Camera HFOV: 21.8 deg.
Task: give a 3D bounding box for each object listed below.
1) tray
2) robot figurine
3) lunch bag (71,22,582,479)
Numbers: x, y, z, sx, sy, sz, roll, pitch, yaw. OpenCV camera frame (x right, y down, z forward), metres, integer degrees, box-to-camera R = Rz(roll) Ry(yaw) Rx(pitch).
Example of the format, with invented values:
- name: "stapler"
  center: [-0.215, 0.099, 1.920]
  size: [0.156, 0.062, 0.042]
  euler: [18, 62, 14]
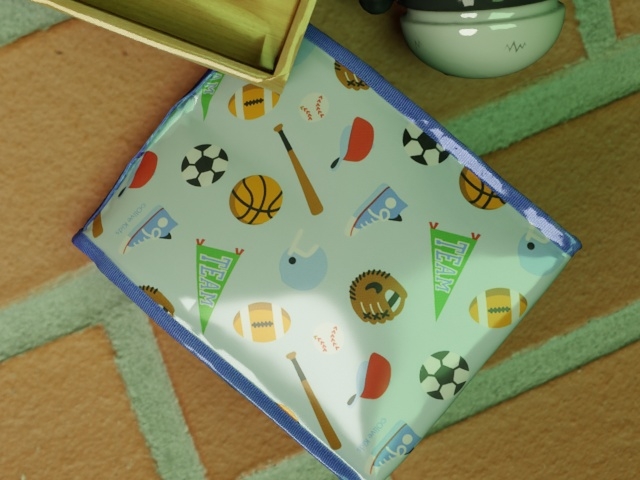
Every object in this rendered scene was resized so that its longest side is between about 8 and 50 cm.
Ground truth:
- name: "tray"
  center: [-0.192, -0.298, 1.483]
  size: [0.411, 0.076, 0.202]
  euler: [20, 97, -5]
- name: "robot figurine"
  center: [0.154, -0.299, 1.639]
  size: [0.173, 0.209, 0.278]
  euler: [-32, 121, -57]
- name: "lunch bag"
  center: [0.000, 0.000, 1.614]
  size: [0.385, 0.239, 0.328]
  euler: [39, 89, 1]
